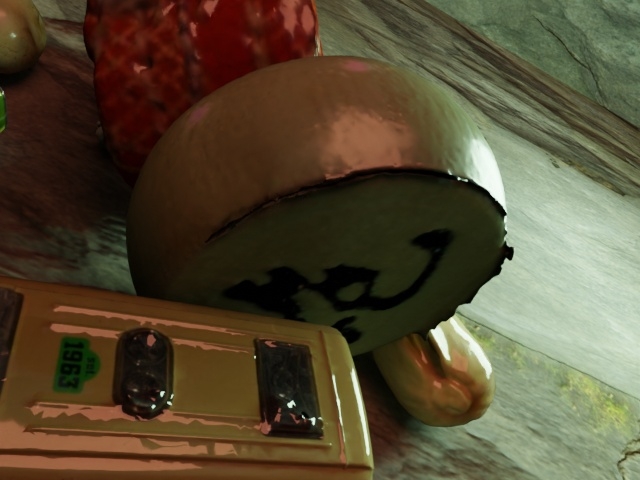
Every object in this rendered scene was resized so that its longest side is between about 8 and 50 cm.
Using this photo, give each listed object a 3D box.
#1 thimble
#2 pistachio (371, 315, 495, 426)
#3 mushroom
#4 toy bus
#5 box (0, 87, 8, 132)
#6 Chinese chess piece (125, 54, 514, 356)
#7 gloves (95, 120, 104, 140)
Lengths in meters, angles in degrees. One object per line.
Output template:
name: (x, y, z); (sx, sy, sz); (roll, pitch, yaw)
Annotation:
thimble: (-0.103, -0.196, 0.671); (0.231, 0.350, 0.350); (-10, 46, 2)
pistachio: (0.126, 0.136, 0.713); (0.200, 0.117, 0.145); (54, 4, 40)
mushroom: (-0.434, -0.284, 0.761); (0.148, 0.112, 0.148); (20, 41, -19)
toy bus: (-0.157, 0.138, 0.428); (0.366, 0.201, 0.176); (12, 43, -25)
box: (-0.453, -0.073, 0.521); (0.134, 0.097, 0.345); (21, 38, 2)
Chinese chess piece: (0.000, 0.000, 0.553); (0.350, 0.349, 0.146); (6, 50, -31)
gloves: (-0.262, -0.211, 0.809); (0.097, 0.119, 0.229); (-10, 46, 6)
